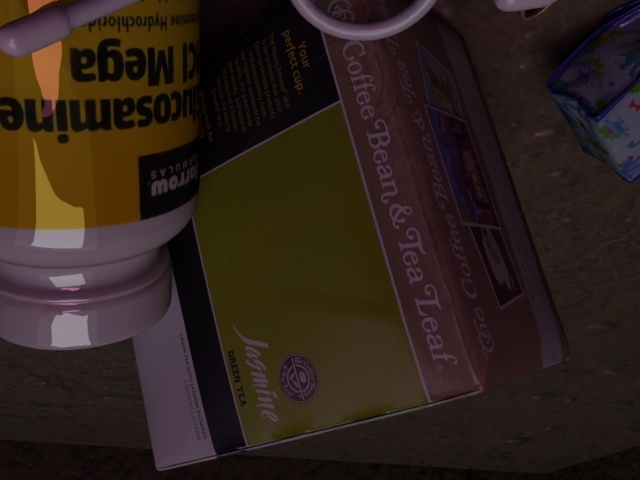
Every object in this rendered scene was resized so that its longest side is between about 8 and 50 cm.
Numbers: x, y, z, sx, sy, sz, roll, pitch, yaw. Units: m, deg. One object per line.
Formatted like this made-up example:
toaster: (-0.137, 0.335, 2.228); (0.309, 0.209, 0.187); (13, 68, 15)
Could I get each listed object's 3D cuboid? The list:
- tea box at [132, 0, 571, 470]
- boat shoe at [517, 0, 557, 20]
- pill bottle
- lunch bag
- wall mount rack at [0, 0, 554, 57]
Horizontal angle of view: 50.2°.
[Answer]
tea box: (0.000, 0.000, 0.628); (0.323, 0.329, 0.220); (-22, 165, 33)
boat shoe: (0.219, -0.244, 0.522); (0.068, 0.072, 0.190); (13, 147, -23)
pill bottle: (-0.178, -0.102, 0.481); (0.187, 0.188, 0.334); (2, 113, -6)
lunch bag: (0.312, -0.156, 0.662); (0.151, 0.096, 0.128); (-45, 137, 10)
wall mount rack: (-0.021, -0.220, 0.316); (0.303, 0.131, 0.350); (-4, 137, 0)
